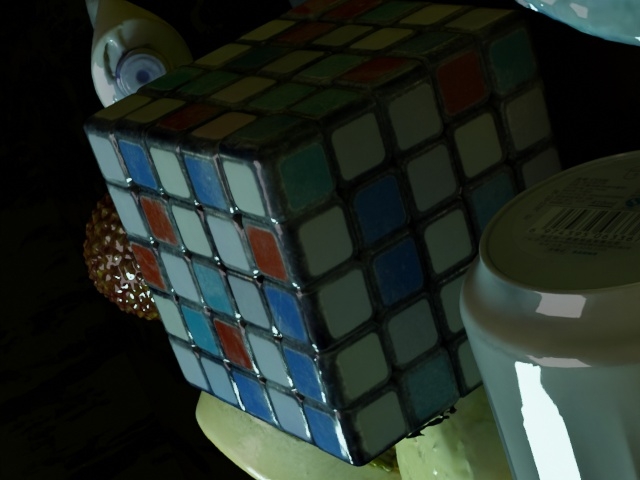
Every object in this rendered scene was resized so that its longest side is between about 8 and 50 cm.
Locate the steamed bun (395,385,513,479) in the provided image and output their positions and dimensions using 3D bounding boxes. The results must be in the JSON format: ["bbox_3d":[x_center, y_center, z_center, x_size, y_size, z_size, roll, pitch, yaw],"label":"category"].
[{"bbox_3d":[0.178,0.229,1.420,0.232,0.166,0.273,-121,21,-53],"label":"steamed bun"}]

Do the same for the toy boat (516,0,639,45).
[{"bbox_3d":[0.217,-0.226,0.836,0.330,0.123,0.215,-4,120,58],"label":"toy boat"}]

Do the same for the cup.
[{"bbox_3d":[0.244,0.105,1.028,0.323,0.236,0.327,-85,-22,-65],"label":"cup"}]

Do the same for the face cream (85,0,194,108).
[{"bbox_3d":[-0.270,-0.254,2.072,0.235,0.137,0.420,67,172,-16],"label":"face cream"}]

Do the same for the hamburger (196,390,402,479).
[{"bbox_3d":[-0.002,0.208,1.735,0.300,0.176,0.300,31,-177,-2],"label":"hamburger"}]

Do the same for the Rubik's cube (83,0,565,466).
[{"bbox_3d":[0.018,-0.025,1.245,0.287,0.292,0.293,16,132,52],"label":"Rubik's cube"}]

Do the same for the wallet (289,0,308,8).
[{"bbox_3d":[0.034,-0.187,1.424,0.149,0.044,0.250,-1,114,65],"label":"wallet"}]

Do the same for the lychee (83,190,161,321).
[{"bbox_3d":[-0.213,-0.001,2.054,0.236,0.236,0.271,53,134,27],"label":"lychee"}]
